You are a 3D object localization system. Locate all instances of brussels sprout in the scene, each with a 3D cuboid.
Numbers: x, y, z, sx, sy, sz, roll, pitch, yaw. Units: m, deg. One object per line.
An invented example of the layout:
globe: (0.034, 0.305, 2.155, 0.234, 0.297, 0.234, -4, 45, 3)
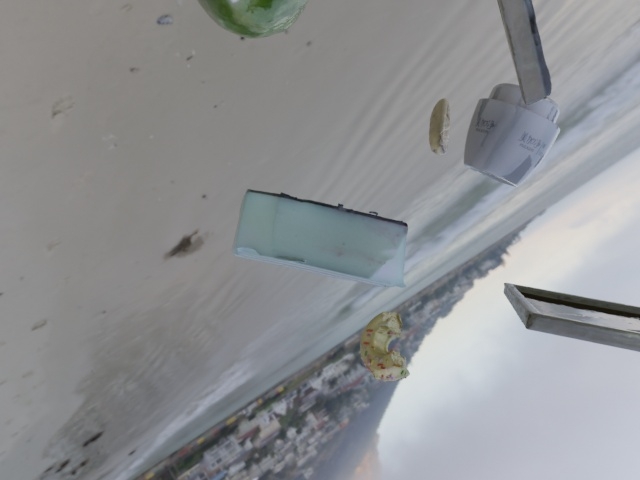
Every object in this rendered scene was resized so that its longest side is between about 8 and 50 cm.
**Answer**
brussels sprout: (-0.088, -0.420, 0.821, 0.244, 0.244, 0.244, -33, 170, -7)

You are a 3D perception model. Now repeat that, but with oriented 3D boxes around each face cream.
face cream: (0.204, -0.113, 0.612, 0.095, 0.091, 0.091, -67, 164, 7)

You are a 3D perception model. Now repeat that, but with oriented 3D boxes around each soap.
soap: (0.000, 0.000, 0.785, 0.231, 0.091, 0.145, 12, 174, -11)

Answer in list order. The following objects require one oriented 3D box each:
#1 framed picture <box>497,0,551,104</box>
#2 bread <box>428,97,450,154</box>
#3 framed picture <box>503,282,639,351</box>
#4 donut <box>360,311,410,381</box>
framed picture: (0.098, -0.268, 0.368, 0.024, 0.315, 0.232, -13, -155, 21)
bread: (0.333, -0.317, 1.591, 0.053, 0.073, 0.214, -12, -136, 29)
framed picture: (0.369, 0.096, 0.598, 0.324, 0.020, 0.240, 10, -175, 11)
donut: (0.135, 0.241, 1.269, 0.108, 0.166, 0.065, -29, 134, 24)
